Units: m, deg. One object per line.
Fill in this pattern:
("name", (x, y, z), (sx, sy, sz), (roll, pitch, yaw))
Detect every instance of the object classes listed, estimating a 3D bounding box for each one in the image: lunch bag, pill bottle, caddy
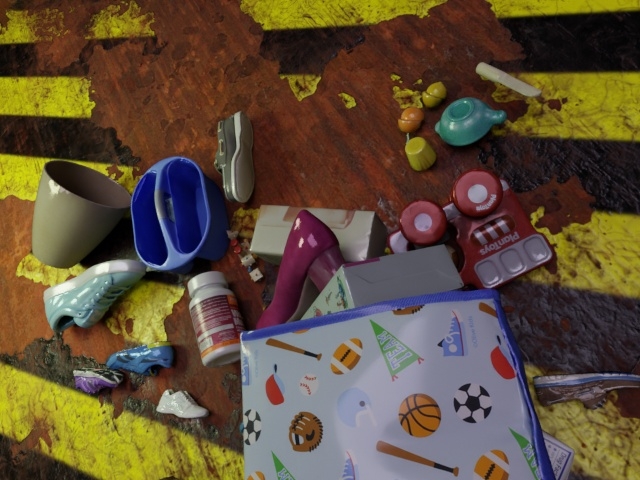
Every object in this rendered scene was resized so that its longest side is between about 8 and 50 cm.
("lunch bag", (0.102, 0.263, 0.651), (0.385, 0.239, 0.328), (-18, 65, 23))
("pill bottle", (-0.263, 0.198, 1.170), (0.121, 0.121, 0.221), (-27, 65, 10))
("caddy", (-0.400, -0.069, 1.285), (0.241, 0.179, 0.342), (-22, 65, 11))

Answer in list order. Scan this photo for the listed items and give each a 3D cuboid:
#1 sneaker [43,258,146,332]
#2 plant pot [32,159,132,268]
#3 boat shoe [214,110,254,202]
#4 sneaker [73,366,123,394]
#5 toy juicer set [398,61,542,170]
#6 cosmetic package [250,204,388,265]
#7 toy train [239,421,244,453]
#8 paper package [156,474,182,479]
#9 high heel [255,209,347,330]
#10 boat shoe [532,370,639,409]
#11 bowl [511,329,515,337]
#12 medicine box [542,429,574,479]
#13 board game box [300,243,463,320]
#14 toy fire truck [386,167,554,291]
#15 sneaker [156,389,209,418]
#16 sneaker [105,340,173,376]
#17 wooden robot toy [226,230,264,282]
("sneaker", (-0.641, 0.169, 1.331), (0.365, 0.135, 0.150), (-23, 73, 22))
("plant pot", (-0.754, -0.058, 1.400), (0.256, 0.256, 0.274), (40, 105, 27))
("boat shoe", (-0.252, -0.235, 1.330), (0.091, 0.109, 0.305), (-12, 62, 17))
("sneaker", (-0.615, 0.394, 1.280), (0.169, 0.068, 0.071), (-5, 85, 28))
("toy juicer set", (0.348, -0.323, 1.147), (0.328, 0.089, 0.209), (-27, 51, 19))
("cosmetic package", (0.000, 0.000, 1.124), (0.295, 0.153, 0.129), (6, 75, 21))
("toy train", (-0.069, 0.422, 1.038), (0.248, 0.105, 0.143), (-38, 50, 5))
("paper package", (-0.276, 0.722, 0.966), (0.324, 0.168, 0.310), (11, 77, 23))
("high heel", (-0.072, 0.089, 1.052), (0.377, 0.127, 0.181), (-40, 76, 40))
("boat shoe", (0.511, 0.287, 0.881), (0.183, 0.066, 0.066), (-13, 72, 27))
("bowl", (0.317, 0.220, 0.949), (0.170, 0.080, 0.170), (-3, 80, 17))
("medicine box", (0.268, 0.354, 0.832), (0.289, 0.263, 0.149), (25, 83, 27))
("board game box", (0.102, 0.133, 0.912), (0.223, 0.303, 0.098), (-9, 64, -23))
("toy fire truck", (0.315, 0.003, 1.009), (0.302, 0.169, 0.254), (-30, 82, 10))
("sneaker", (-0.347, 0.414, 1.165), (0.152, 0.054, 0.061), (4, 70, 23))
("sneaker", (-0.491, 0.332, 1.240), (0.209, 0.069, 0.082), (-16, 70, 15))
("wooden robot toy", (-0.186, 0.023, 1.235), (0.079, 0.076, 0.173), (-32, 63, -4))
